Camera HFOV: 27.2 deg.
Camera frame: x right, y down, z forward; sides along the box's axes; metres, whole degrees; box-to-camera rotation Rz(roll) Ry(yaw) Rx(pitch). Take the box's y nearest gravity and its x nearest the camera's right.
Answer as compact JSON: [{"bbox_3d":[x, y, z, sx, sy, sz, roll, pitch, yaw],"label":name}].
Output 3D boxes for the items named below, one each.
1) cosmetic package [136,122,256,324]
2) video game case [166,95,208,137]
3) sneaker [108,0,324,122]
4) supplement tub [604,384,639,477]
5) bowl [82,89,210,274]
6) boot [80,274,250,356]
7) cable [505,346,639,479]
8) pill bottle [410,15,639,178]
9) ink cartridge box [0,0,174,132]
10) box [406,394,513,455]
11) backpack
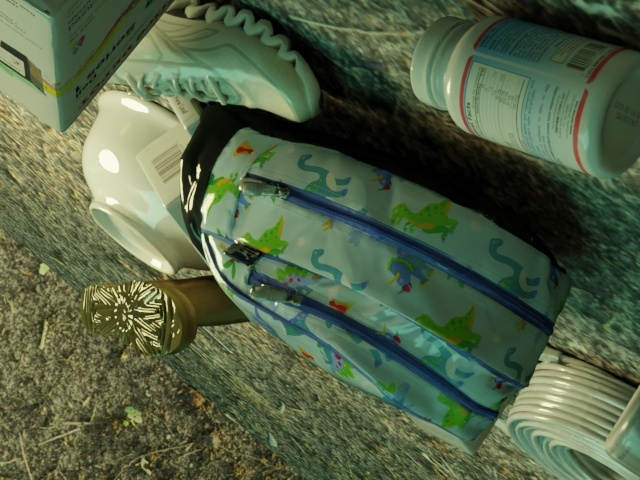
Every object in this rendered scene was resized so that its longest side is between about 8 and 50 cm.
[{"bbox_3d":[-0.114,-0.019,1.554,0.231,0.085,0.117,55,180,-44],"label":"cosmetic package"},{"bbox_3d":[-0.110,-0.106,1.416,0.212,0.023,0.193,51,-176,-42],"label":"video game case"},{"bbox_3d":[-0.129,-0.171,1.241,0.292,0.118,0.110,29,161,21],"label":"sneaker"},{"bbox_3d":[0.375,0.204,1.243,0.190,0.117,0.117,33,164,12],"label":"supplement tub"},{"bbox_3d":[-0.205,-0.049,1.720,0.298,0.134,0.298,34,165,10],"label":"bowl"},{"bbox_3d":[-0.138,0.080,1.698,0.270,0.089,0.236,-4,-169,-39],"label":"boot"},{"bbox_3d":[0.331,0.234,1.471,0.257,0.089,0.257,18,156,48],"label":"cable"},{"bbox_3d":[0.143,-0.104,0.907,0.160,0.087,0.087,25,160,38],"label":"pill bottle"},{"bbox_3d":[-0.190,-0.227,1.046,0.117,0.201,0.278,37,164,-1],"label":"ink cartridge box"},{"bbox_3d":[0.170,0.199,1.691,0.101,0.102,0.087,23,162,41],"label":"box"},{"bbox_3d":[0.058,0.030,1.226,0.356,0.273,0.290,6,157,37],"label":"backpack"}]
